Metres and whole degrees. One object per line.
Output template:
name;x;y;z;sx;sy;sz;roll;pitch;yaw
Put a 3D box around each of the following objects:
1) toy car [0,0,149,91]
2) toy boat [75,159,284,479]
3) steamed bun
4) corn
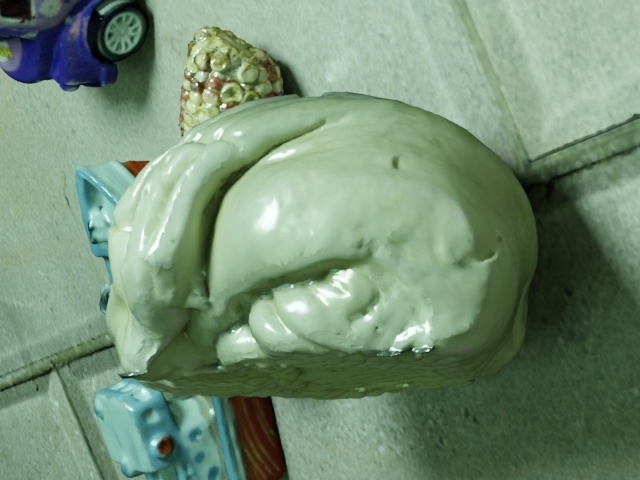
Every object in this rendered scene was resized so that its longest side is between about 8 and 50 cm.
toy car;-0.254;-0.237;1.444;0.172;0.158;0.235;33;134;43
toy boat;-0.148;0.085;1.508;0.145;0.133;0.332;3;111;56
steamed bun;0.000;0.000;1.144;0.320;0.275;0.206;-4;77;28
corn;-0.068;-0.032;1.357;0.098;0.098;0.290;29;128;45
